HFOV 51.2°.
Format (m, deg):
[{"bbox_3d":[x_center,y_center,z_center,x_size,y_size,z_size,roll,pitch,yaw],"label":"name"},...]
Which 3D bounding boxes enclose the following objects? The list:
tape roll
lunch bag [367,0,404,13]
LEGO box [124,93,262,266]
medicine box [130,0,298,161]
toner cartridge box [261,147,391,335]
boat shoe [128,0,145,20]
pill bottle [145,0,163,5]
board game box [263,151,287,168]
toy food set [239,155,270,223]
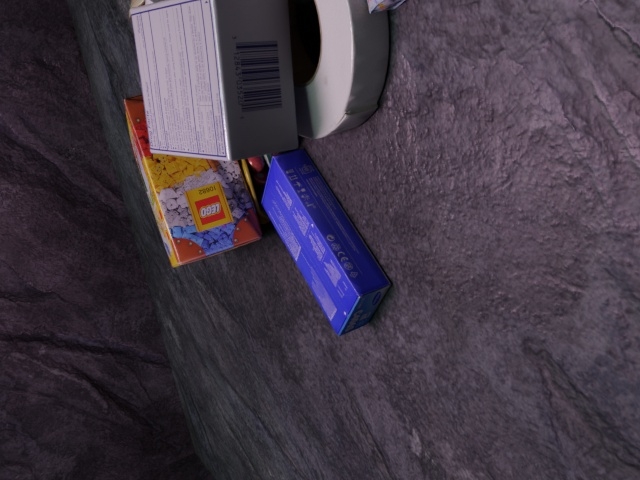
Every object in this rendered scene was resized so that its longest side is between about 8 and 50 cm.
[{"bbox_3d":[-0.023,-0.365,1.123,0.392,0.072,0.391,42,143,44],"label":"tape roll"},{"bbox_3d":[0.093,-0.360,0.916,0.083,0.053,0.071,172,82,-74],"label":"lunch bag"},{"bbox_3d":[-0.324,-0.136,1.642,0.500,0.193,0.372,166,85,-76],"label":"LEGO box"},{"bbox_3d":[-0.189,-0.285,1.168,0.289,0.149,0.263,13,113,49],"label":"medicine box"},{"bbox_3d":[0.000,0.000,1.329,0.347,0.075,0.165,59,153,24],"label":"toner cartridge box"},{"bbox_3d":[-0.411,-0.643,1.668,0.302,0.109,0.098,-20,84,59],"label":"boat shoe"},{"bbox_3d":[-0.364,-0.474,1.629,0.152,0.152,0.272,54,150,32],"label":"pill bottle"},{"bbox_3d":[-0.154,-0.310,1.366,0.213,0.046,0.317,82,162,-76],"label":"board game box"},{"bbox_3d":[-0.134,-0.145,1.490,0.128,0.071,0.217,-122,17,-64],"label":"toy food set"}]
